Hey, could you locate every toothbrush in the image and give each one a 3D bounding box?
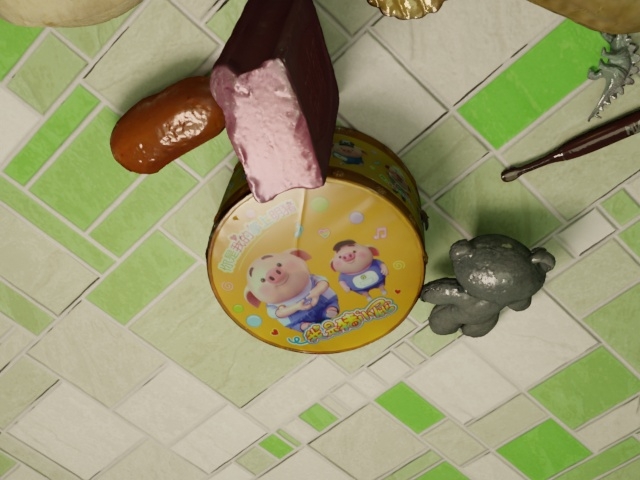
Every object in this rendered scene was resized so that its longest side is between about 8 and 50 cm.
[{"bbox_3d":[0.509,-0.186,1.607,0.364,0.041,0.041,-24,119,20],"label":"toothbrush"}]

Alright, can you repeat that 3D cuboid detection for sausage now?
[{"bbox_3d":[-0.282,-0.216,1.601,0.258,0.133,0.133,-25,119,21],"label":"sausage"}]

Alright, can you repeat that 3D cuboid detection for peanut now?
[{"bbox_3d":[0.448,-0.437,1.369,0.387,0.169,0.192,19,94,-14],"label":"peanut"}]

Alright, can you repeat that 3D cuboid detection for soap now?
[{"bbox_3d":[-0.065,-0.253,1.415,0.128,0.359,0.233,-12,122,13],"label":"soap"}]

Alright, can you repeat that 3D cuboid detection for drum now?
[{"bbox_3d":[0.000,0.000,1.671,0.431,0.214,0.431,2,124,2],"label":"drum"}]

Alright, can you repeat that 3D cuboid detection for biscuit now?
[{"bbox_3d":[0.125,-0.444,1.452,0.183,0.061,0.118,37,121,-17],"label":"biscuit"}]

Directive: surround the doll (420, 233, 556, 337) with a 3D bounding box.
[{"bbox_3d":[0.325,0.087,1.763,0.246,0.158,0.340,6,153,-6],"label":"doll"}]

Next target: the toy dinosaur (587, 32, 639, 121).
[{"bbox_3d":[0.520,-0.297,1.530,0.082,0.039,0.209,10,125,-4],"label":"toy dinosaur"}]

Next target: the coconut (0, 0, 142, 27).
[{"bbox_3d":[-0.406,-0.523,1.275,0.415,0.344,0.415,-10,147,-7],"label":"coconut"}]
